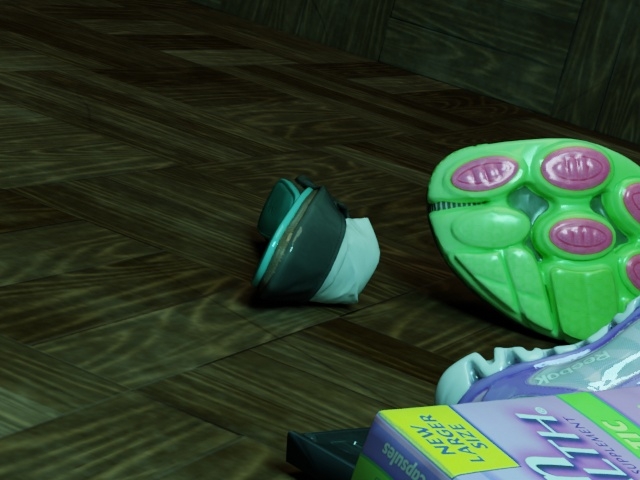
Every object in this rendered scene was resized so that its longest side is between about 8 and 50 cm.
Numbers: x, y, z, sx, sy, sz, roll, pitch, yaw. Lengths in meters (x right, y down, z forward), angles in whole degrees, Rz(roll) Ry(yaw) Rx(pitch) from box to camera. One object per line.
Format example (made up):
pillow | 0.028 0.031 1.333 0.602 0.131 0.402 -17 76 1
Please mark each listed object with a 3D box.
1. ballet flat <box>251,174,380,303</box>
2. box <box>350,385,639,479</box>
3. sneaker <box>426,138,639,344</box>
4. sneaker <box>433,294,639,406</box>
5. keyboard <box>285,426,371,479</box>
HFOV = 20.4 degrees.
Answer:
ballet flat | 0.000 0.000 1.493 0.096 0.095 0.280 26 12 -6
box | 0.159 0.168 0.785 0.243 0.117 0.213 -2 29 -39
sneaker | 0.289 0.017 1.658 0.482 0.185 0.202 12 -5 -30
sneaker | 0.194 0.103 1.136 0.236 0.095 0.104 -21 28 3
keyboard | 0.103 0.178 0.976 0.317 0.033 0.201 24 13 38
